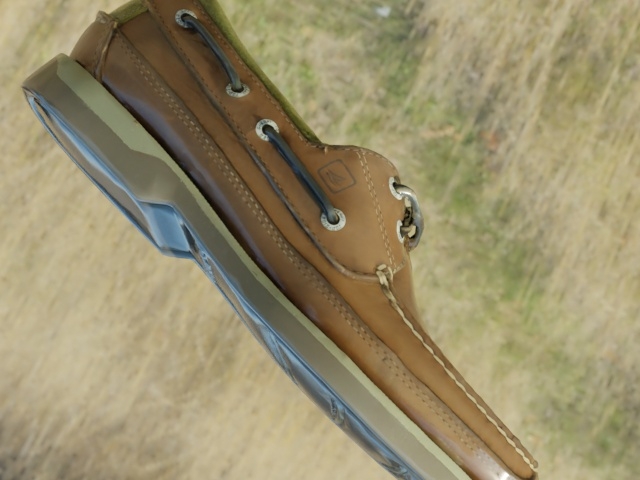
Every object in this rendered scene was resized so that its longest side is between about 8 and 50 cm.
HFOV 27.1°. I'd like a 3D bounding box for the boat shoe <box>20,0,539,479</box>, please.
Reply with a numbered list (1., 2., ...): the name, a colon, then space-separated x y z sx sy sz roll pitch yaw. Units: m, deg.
1. boat shoe: 0.000 0.000 0.608 0.307 0.104 0.111 46 168 7
